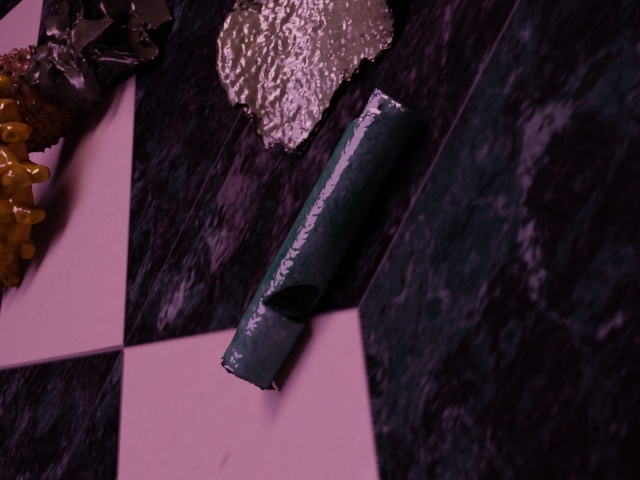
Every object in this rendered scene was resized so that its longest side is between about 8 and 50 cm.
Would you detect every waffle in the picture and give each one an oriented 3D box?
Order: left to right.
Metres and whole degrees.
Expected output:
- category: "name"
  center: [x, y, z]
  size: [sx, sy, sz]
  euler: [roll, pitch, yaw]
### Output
- category: "waffle"
  center: [-0.374, -0.070, 1.504]
  size: [0.259, 0.069, 0.293]
  euler: [62, 144, 10]

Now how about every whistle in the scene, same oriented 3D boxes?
- category: "whistle"
  center: [0.000, 0.000, 0.854]
  size: [0.186, 0.039, 0.039]
  euler: [-61, 24, 11]

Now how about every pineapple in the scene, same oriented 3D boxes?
- category: "pineapple"
  center: [-0.255, -0.174, 1.454]
  size: [0.277, 0.119, 0.130]
  euler: [-33, 21, 49]

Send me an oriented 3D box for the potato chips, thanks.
- category: "potato chips"
  center: [0.013, -0.179, 0.968]
  size: [0.228, 0.059, 0.167]
  euler: [-45, 37, 30]
